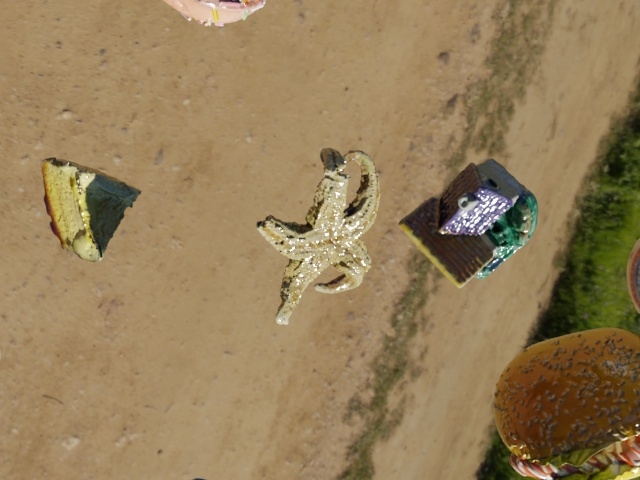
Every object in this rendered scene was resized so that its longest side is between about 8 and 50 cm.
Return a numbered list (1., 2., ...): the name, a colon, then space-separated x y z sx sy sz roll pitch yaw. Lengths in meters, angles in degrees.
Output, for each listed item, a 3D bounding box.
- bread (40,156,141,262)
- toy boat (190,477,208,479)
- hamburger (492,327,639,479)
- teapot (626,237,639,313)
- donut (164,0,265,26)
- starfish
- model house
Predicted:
1. bread: -0.434 -0.053 1.214 0.169 0.140 0.160 29 80 -59
2. toy boat: -0.136 0.513 1.012 0.145 0.133 0.332 -17 83 -27
3. hamburger: 0.307 0.193 0.783 0.116 0.210 0.173 18 55 -47
4. teapot: 0.495 0.064 0.932 0.116 0.159 0.246 -5 106 -34
5. donut: -0.189 -0.438 1.117 0.232 0.199 0.085 2 149 -31
6. starfish: 0.003 0.005 0.708 0.150 0.053 0.210 19 113 -28
7. model house: 0.139 -0.013 0.625 0.101 0.088 0.100 -48 165 31
